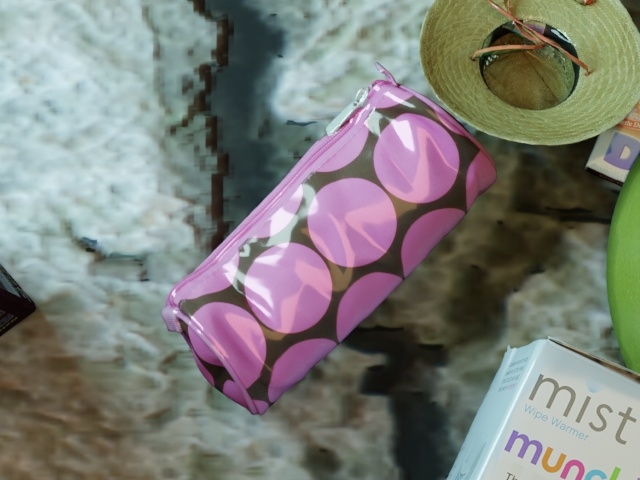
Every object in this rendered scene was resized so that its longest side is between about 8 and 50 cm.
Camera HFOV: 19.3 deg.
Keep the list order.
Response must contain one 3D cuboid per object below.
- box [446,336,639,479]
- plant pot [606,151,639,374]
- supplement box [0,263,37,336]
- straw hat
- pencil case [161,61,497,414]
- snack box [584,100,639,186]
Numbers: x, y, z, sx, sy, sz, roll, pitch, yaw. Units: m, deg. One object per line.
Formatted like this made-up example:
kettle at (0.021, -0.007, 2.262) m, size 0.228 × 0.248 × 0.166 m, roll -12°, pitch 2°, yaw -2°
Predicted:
box at (0.107, 0.182, 0.983) m, size 0.127 × 0.262 × 0.231 m, roll 26°, pitch 84°, yaw 5°
plant pot at (0.293, 0.022, 0.959) m, size 0.275 × 0.293 × 0.275 m, roll 0°, pitch 92°, yaw 5°
supplement box at (-0.247, 0.042, 1.024) m, size 0.130 × 0.239 × 0.073 m, roll -41°, pitch 82°, yaw -3°
straw hat at (0.123, -0.095, 1.116) m, size 0.144 × 0.061 × 0.144 m, roll 2°, pitch 55°, yaw -3°
pencil case at (0.000, 0.000, 1.097) m, size 0.209 × 0.095 × 0.098 m, roll -47°, pitch 116°, yaw -5°
snack box at (0.252, -0.037, 1.124) m, size 0.178 × 0.022 × 0.064 m, roll 23°, pitch 87°, yaw 4°
